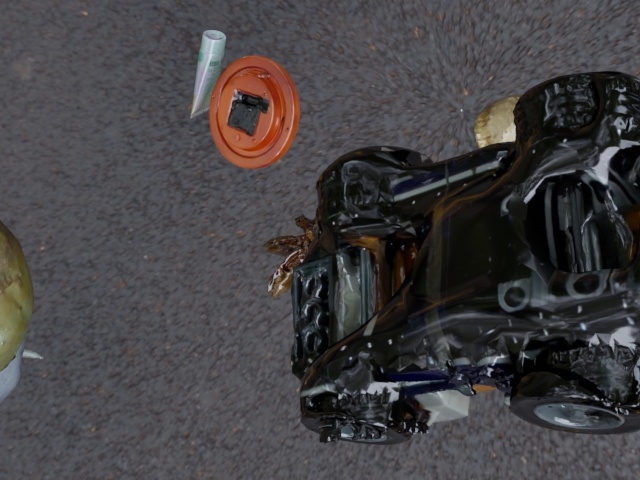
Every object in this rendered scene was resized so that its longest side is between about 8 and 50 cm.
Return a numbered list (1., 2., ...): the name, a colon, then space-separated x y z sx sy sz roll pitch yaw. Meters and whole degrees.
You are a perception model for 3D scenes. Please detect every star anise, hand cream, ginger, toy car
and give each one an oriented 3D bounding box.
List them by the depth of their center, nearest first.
1. toy car: 0.103 0.026 0.490 0.301 0.118 0.193 -14 55 41
2. ginger: 0.448 -0.233 1.615 0.354 0.190 0.126 -16 95 -13
3. star anise: 0.000 0.000 1.626 0.288 0.288 0.088 -40 123 13
4. hand cream: -0.223 -0.328 1.686 0.047 0.076 0.174 30 130 19

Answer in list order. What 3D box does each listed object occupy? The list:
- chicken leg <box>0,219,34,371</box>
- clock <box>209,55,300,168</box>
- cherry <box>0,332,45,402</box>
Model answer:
1. chicken leg: -0.180 -0.005 0.298 0.093 0.070 0.178 -35 135 2
2. clock: -0.124 -0.232 1.544 0.205 0.051 0.205 3 95 37
3. cherry: -0.550 0.159 1.229 0.255 0.296 0.218 -51 53 32
